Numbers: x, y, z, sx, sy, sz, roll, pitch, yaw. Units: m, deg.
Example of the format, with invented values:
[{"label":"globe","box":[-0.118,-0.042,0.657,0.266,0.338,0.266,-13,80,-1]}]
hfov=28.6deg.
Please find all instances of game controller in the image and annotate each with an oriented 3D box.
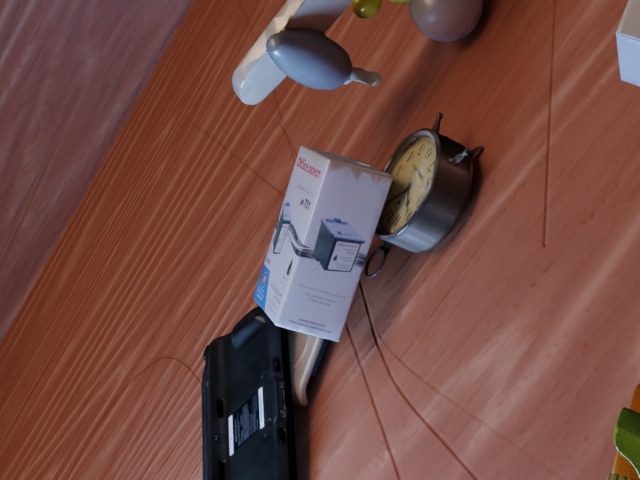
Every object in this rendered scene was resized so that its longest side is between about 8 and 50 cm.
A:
[{"label":"game controller","box":[-0.086,0.230,1.499,0.166,0.067,0.319,-37,42,33]}]

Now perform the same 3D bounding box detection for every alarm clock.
[{"label":"alarm clock","box":[0.102,-0.036,1.365,0.192,0.064,0.129,-56,25,18]}]

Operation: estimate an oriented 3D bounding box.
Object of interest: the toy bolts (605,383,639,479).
[{"label":"toy bolts","box":[0.280,0.113,0.806,0.218,0.158,0.228,10,-86,-72]}]

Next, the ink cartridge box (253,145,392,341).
[{"label":"ink cartridge box","box":[0.000,0.000,1.399,0.139,0.082,0.190,-144,69,-73]}]

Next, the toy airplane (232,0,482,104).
[{"label":"toy airplane","box":[0.079,-0.343,1.452,0.384,0.272,0.386,-42,-5,-29]}]

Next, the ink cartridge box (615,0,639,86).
[{"label":"ink cartridge box","box":[0.302,-0.213,1.007,0.175,0.072,0.127,-67,-18,-4]}]

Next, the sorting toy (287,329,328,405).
[{"label":"sorting toy","box":[-0.024,0.095,1.559,0.193,0.038,0.208,3,75,66]}]
